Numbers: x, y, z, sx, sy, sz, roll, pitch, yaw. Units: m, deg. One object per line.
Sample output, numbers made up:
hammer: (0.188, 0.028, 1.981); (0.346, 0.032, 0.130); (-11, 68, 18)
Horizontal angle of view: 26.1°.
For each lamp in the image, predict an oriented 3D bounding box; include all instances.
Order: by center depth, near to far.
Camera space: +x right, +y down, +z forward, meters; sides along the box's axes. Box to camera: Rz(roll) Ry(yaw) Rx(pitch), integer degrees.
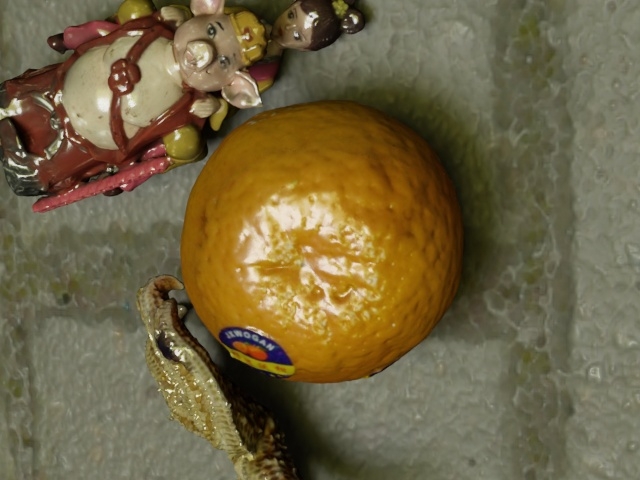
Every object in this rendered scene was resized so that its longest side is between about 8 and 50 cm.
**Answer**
lamp: (-0.096, -0.104, 0.892); (0.253, 0.118, 0.118); (-17, 95, 23)

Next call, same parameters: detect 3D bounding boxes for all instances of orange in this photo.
orange: (0.001, 0.001, 0.856); (0.177, 0.155, 0.178); (6, 111, 17)

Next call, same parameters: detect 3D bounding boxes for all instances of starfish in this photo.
starfish: (-0.047, 0.131, 0.918); (0.071, 0.216, 0.238); (-41, 120, -7)
